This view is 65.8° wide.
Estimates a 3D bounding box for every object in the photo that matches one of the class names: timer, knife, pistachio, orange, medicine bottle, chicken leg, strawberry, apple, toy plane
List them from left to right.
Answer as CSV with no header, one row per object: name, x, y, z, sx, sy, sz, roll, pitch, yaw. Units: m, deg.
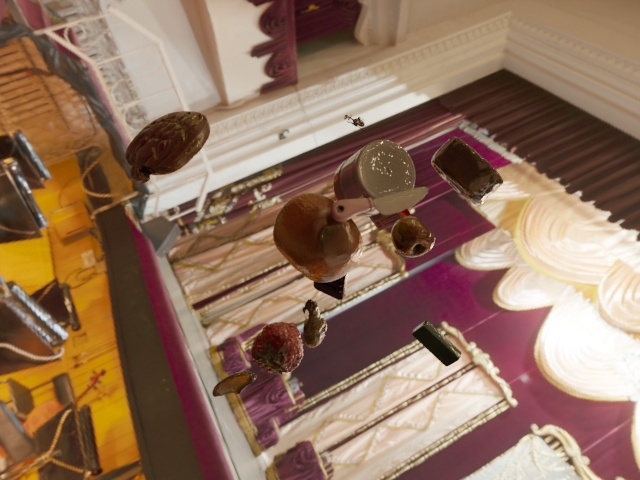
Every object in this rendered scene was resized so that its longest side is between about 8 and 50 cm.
pistachio,-0.322,0.533,1.851,0.049,0.172,0.090,-124,-165,-59
strawberry,-0.197,0.506,2.414,0.277,0.257,0.258,-70,151,-51
chicken leg,-0.025,0.318,1.938,0.088,0.103,0.228,21,-58,41
orange,0.002,0.002,1.702,0.335,0.262,0.196,49,2,-26
timer,0.044,0.154,2.035,0.144,0.055,0.188,24,-41,19
toy plane,0.170,-0.574,2.386,0.120,0.049,0.031,30,-20,-5
medicine bottle,0.194,-0.223,1.815,0.238,0.237,0.232,65,-23,0
knife,0.199,-0.118,1.601,0.043,0.335,0.081,92,-15,-68
apple,0.359,-0.020,1.943,0.146,0.163,0.147,64,11,-47

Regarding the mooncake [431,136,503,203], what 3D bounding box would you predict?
mooncake,0.589,-0.277,2.015,0.284,0.155,0.284,41,12,-11

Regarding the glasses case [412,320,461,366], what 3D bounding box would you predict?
glasses case,0.432,0.383,1.840,0.184,0.039,0.078,43,-50,1

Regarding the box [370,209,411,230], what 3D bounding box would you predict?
box,0.325,-0.131,2.384,0.123,0.050,0.229,52,-30,-7

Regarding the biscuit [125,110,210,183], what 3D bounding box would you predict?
biscuit,-0.585,-0.358,1.833,0.394,0.351,0.070,8,-33,37
